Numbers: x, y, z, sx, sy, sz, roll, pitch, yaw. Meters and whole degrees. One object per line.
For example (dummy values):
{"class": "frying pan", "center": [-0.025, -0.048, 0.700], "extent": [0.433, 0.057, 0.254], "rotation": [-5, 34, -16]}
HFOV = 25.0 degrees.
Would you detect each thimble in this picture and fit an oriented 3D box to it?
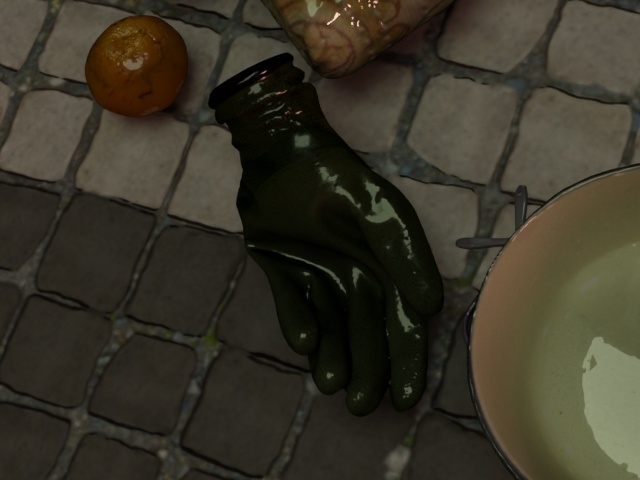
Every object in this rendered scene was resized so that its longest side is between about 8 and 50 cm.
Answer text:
{"class": "thimble", "center": [0.013, -0.220, 1.073], "extent": [0.143, 0.137, 0.190], "rotation": [-37, 53, 2]}

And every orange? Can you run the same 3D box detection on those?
{"class": "orange", "center": [-0.142, -0.135, 1.129], "extent": [0.083, 0.070, 0.083], "rotation": [-8, 57, 12]}

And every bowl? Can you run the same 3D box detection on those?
{"class": "bowl", "center": [0.219, 0.080, 0.899], "extent": [0.238, 0.126, 0.238], "rotation": [-6, 69, 17]}

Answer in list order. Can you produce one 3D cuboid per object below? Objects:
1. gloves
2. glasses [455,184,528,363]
{"class": "gloves", "center": [0.006, -0.004, 1.011], "extent": [0.135, 0.107, 0.268], "rotation": [-28, 75, 30]}
{"class": "glasses", "center": [0.137, 0.018, 0.962], "extent": [0.140, 0.104, 0.062], "rotation": [-44, 62, -5]}
